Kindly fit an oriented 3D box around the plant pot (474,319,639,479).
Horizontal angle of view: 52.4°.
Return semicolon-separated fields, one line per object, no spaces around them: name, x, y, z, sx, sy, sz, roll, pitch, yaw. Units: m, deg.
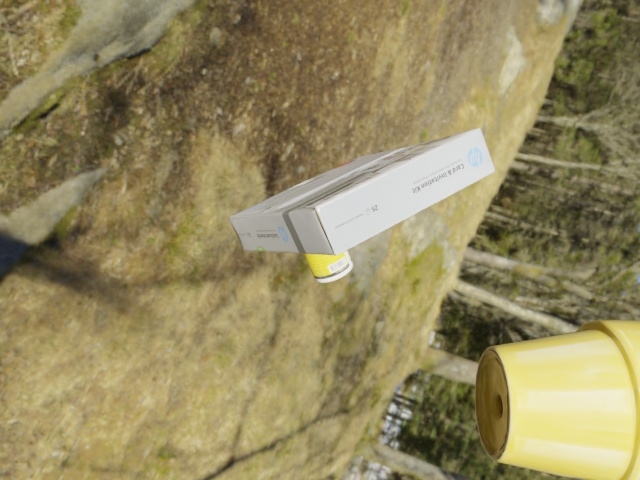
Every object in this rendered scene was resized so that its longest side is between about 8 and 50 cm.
plant pot;0.365;0.241;0.949;0.254;0.239;0.253;-179;-90;-86

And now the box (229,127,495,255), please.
box;0.022;-0.035;0.521;0.145;0.186;0.038;-27;102;-23

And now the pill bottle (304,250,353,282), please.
pill bottle;0.000;0.000;0.983;0.065;0.065;0.116;-48;121;-53
